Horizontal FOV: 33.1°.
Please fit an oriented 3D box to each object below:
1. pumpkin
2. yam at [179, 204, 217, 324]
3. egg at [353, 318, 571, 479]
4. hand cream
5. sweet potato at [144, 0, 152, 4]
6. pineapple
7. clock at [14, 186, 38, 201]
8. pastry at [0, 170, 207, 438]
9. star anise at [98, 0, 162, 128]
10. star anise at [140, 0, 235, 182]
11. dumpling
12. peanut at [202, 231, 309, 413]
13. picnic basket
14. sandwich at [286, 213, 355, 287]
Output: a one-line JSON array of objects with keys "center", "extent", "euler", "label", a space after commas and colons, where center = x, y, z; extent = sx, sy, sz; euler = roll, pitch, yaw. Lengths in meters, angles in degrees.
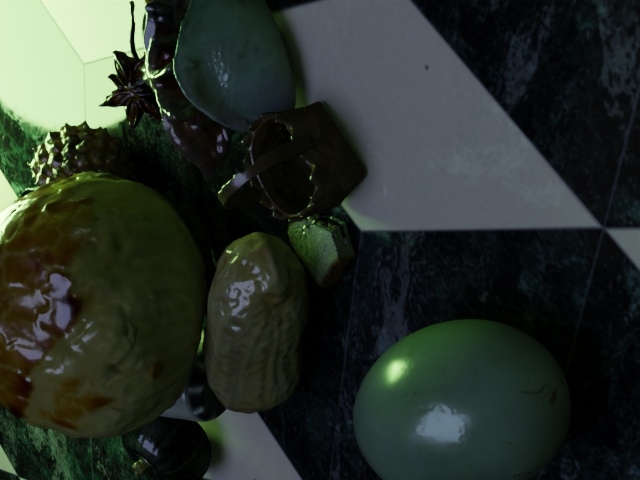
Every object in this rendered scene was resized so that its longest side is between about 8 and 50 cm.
[{"center": [-0.262, 0.348, 1.827], "extent": [0.167, 0.125, 0.167], "euler": [17, 153, 9], "label": "pumpkin"}, {"center": [-0.174, 0.071, 1.657], "extent": [0.061, 0.061, 0.253], "euler": [-24, 87, 52], "label": "yam"}, {"center": [0.154, 0.193, 1.208], "extent": [0.282, 0.202, 0.203], "euler": [-22, 89, 49], "label": "egg"}, {"center": [-0.302, 0.210, 1.774], "extent": [0.358, 0.118, 0.186], "euler": [5, 82, 35], "label": "hand cream"}, {"center": [-0.240, -0.401, 1.520], "extent": [0.068, 0.068, 0.226], "euler": [47, 139, 26], "label": "sweet potato"}, {"center": [-0.372, -0.103, 1.734], "extent": [0.193, 0.166, 0.166], "euler": [25, 125, 40], "label": "pineapple"}, {"center": [-0.465, 0.051, 1.989], "extent": [0.325, 0.067, 0.325], "euler": [25, 125, 42], "label": "clock"}, {"center": [-0.346, 0.092, 1.547], "extent": [0.388, 0.312, 0.389], "euler": [9, 101, 60], "label": "pastry"}, {"center": [-0.280, -0.264, 1.631], "extent": [0.097, 0.070, 0.191], "euler": [10, 115, 18], "label": "star anise"}, {"center": [-0.190, -0.235, 1.476], "extent": [0.198, 0.110, 0.258], "euler": [85, 168, -50], "label": "star anise"}, {"center": [-0.115, -0.223, 1.391], "extent": [0.105, 0.149, 0.217], "euler": [-144, 33, -78], "label": "dumpling"}, {"center": [-0.091, 0.115, 1.495], "extent": [0.152, 0.152, 0.313], "euler": [43, 146, 29], "label": "peanut"}, {"center": [-0.051, -0.090, 1.340], "extent": [0.138, 0.178, 0.128], "euler": [58, 143, 13], "label": "picnic basket"}, {"center": [0.000, 0.000, 1.437], "extent": [0.105, 0.035, 0.093], "euler": [53, 140, 22], "label": "sandwich"}]
